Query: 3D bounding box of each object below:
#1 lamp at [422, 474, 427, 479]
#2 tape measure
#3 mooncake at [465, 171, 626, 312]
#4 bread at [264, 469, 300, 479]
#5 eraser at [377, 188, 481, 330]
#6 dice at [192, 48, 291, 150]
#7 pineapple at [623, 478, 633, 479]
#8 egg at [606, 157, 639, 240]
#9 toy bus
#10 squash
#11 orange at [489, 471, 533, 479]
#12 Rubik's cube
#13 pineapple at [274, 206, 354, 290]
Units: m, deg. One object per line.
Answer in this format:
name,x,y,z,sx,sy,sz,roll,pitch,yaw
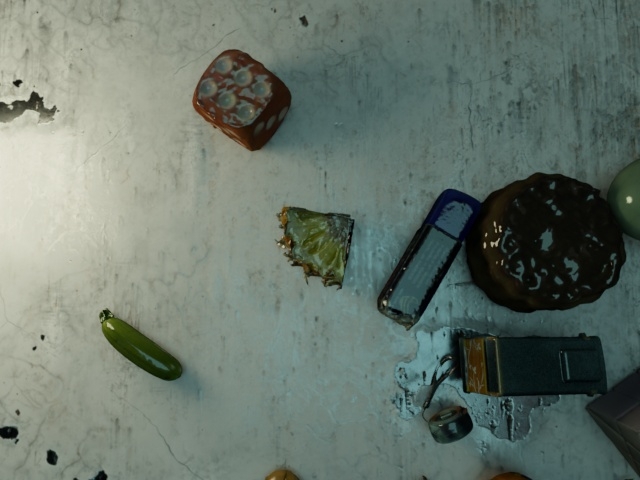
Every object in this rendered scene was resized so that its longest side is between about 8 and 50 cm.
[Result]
lamp,0.113,0.647,1.099,0.326,0.089,0.090,-23,85,-2
tape measure,0.284,0.363,1.115,0.104,0.107,0.179,-9,84,3
mooncake,0.500,0.008,1.106,0.324,0.187,0.323,0,84,-1
bread,-0.097,0.626,1.114,0.114,0.077,0.189,12,82,-2
eraser,0.244,0.043,1.121,0.102,0.155,0.332,29,86,5
dice,-0.184,-0.333,1.157,0.175,0.179,0.174,36,86,7
pineapple,0.693,0.666,1.037,0.272,0.262,0.262,37,86,16
egg,0.770,-0.097,1.088,0.283,0.203,0.202,-10,84,-25
toy bus,0.469,0.274,1.075,0.276,0.167,0.138,2,77,-11
squash,-0.438,0.255,1.160,0.252,0.066,0.066,34,86,5
orange,0.428,0.600,1.055,0.177,0.177,0.155,44,100,5
Rubik's cube,0.777,0.408,1.042,0.225,0.221,0.231,-37,85,-2
pineapple,0.000,0.000,1.166,0.186,0.114,0.236,-40,95,-3
